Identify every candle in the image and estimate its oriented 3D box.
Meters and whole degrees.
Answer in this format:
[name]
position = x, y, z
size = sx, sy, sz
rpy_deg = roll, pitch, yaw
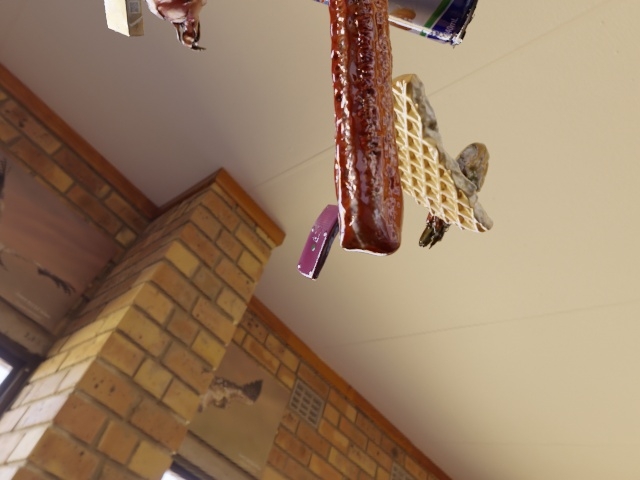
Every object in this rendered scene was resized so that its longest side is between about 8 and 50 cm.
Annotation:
[candle]
position = 0.026, -0.150, 0.356
size = 0.051, 0.329, 0.048
rpy_deg = -9, -13, 35

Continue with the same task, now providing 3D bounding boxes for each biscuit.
[biscuit]
position = 0.173, -0.141, 0.879
size = 0.309, 0.040, 0.204
rpy_deg = 55, -16, -22

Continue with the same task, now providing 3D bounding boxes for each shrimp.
[shrimp]
position = 0.294, -0.099, 1.103
size = 0.061, 0.267, 0.145
rpy_deg = 38, 7, 33

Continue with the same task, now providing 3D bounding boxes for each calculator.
[calculator]
position = 0.000, 0.000, 1.203
size = 0.034, 0.190, 0.127
rpy_deg = 27, -2, -24

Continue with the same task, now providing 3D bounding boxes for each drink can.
[drink can]
position = 0.074, -0.320, 0.609
size = 0.235, 0.097, 0.097
rpy_deg = 16, -45, -4

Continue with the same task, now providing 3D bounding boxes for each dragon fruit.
[dragon fruit]
position = -0.211, -0.364, 0.759
size = 0.094, 0.094, 0.190
rpy_deg = 7, -16, 14

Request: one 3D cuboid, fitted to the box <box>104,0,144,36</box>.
[box]
position = -0.245, -0.302, 0.613
size = 0.053, 0.024, 0.083
rpy_deg = 32, -47, 30
